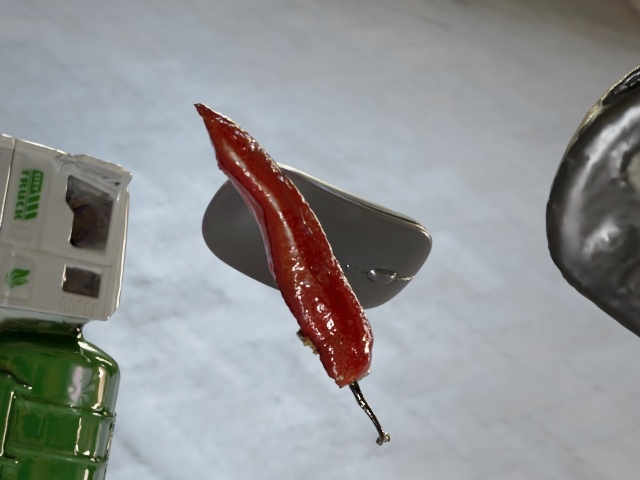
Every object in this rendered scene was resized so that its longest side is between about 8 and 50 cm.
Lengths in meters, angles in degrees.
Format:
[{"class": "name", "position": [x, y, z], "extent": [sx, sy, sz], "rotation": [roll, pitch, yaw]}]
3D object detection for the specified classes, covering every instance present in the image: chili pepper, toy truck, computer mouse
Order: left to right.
[{"class": "toy truck", "position": [-0.141, 0.079, 0.707], "extent": [0.125, 0.242, 0.101], "rotation": [13, -10, -30]}, {"class": "chili pepper", "position": [-0.009, 0.022, 1.204], "extent": [0.050, 0.268, 0.059], "rotation": [-23, 11, 15]}, {"class": "computer mouse", "position": [0.000, 0.001, 1.699], "extent": [0.232, 0.120, 0.057], "rotation": [23, 31, -31]}, {"class": "computer mouse", "position": [0.248, -0.002, 1.050], "extent": [0.269, 0.170, 0.100], "rotation": [39, 16, -15]}]
